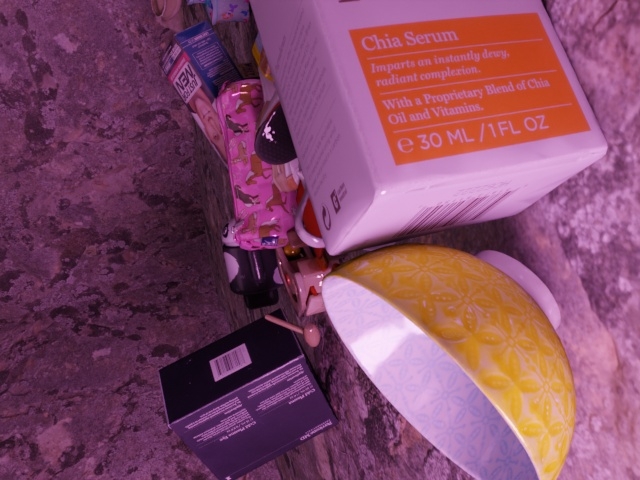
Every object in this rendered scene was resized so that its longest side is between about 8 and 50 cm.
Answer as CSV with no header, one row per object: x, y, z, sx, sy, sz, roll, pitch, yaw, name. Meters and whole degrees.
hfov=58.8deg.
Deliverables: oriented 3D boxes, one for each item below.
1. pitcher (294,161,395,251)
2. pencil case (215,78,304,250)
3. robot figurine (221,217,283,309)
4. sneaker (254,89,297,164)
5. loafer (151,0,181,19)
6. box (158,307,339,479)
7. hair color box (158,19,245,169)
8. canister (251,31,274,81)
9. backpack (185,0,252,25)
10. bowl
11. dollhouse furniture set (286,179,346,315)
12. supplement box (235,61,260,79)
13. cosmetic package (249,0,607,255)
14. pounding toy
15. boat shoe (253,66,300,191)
0.020,-0.081,0.901,0.125,0.177,0.207,-52,51,46,pitcher
-0.138,-0.173,1.310,0.167,0.159,0.387,-2,-97,-66,pencil case
-0.199,0.058,1.680,0.209,0.173,0.279,0,103,40,robot figurine
-0.025,-0.253,0.911,0.270,0.090,0.145,-56,29,13,sneaker
-0.370,-0.618,1.302,0.102,0.092,0.268,65,153,16,loafer
-0.173,0.394,1.421,0.179,0.343,0.313,57,171,50,box
-0.258,-0.355,1.454,0.347,0.105,0.173,57,152,-9,hair color box
-0.061,-0.390,1.037,0.170,0.073,0.126,-59,43,40,canister
-0.252,-0.656,1.375,0.254,0.190,0.225,91,158,-50,backpack
0.152,0.101,0.588,0.289,0.156,0.289,44,162,18,bowl
0.000,0.000,1.085,0.262,0.135,0.259,105,148,-56,dollhouse furniture set
-0.196,-0.419,1.503,0.083,0.083,0.056,107,144,-57,supplement box
0.065,-0.237,0.574,0.161,0.229,0.454,125,129,-66,cosmetic package
-0.065,0.105,1.327,0.154,0.154,0.270,90,160,-46,pounding toy
-0.088,-0.246,1.191,0.113,0.103,0.303,29,-140,-64,boat shoe
